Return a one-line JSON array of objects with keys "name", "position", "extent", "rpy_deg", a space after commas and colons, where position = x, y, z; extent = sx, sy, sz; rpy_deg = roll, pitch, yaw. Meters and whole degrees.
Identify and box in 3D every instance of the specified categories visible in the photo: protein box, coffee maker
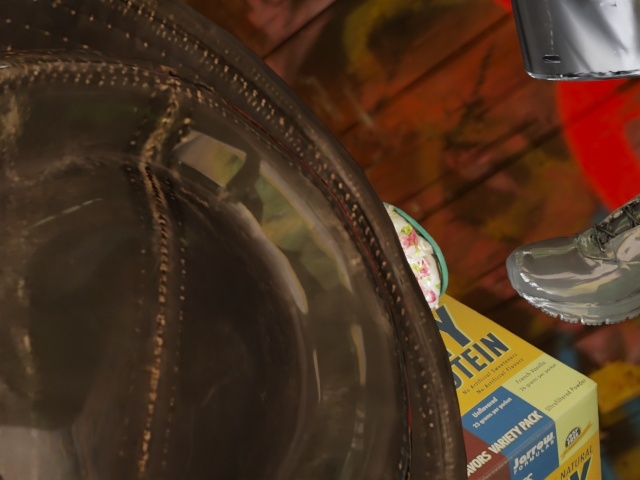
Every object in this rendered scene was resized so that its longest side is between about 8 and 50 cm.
[{"name": "protein box", "position": [0.085, 0.164, 1.153], "extent": [0.136, 0.200, 0.201], "rpy_deg": [-34, -46, -26]}, {"name": "coffee maker", "position": [0.131, -0.174, 0.823], "extent": [0.171, 0.120, 0.178], "rpy_deg": [-26, -68, -20]}]

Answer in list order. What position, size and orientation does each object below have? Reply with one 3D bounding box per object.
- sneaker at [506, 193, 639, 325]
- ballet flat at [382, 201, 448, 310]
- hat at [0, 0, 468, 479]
[{"name": "sneaker", "position": [0.310, -0.005, 1.459], "extent": [0.109, 0.286, 0.130], "rpy_deg": [-99, 2, -54]}, {"name": "ballet flat", "position": [0.000, 0.000, 1.104], "extent": [0.077, 0.241, 0.091], "rpy_deg": [-18, -65, -20]}, {"name": "hat", "position": [-0.061, 0.061, 0.357], "extent": [0.331, 0.134, 0.331], "rpy_deg": [8, -106, -32]}]
